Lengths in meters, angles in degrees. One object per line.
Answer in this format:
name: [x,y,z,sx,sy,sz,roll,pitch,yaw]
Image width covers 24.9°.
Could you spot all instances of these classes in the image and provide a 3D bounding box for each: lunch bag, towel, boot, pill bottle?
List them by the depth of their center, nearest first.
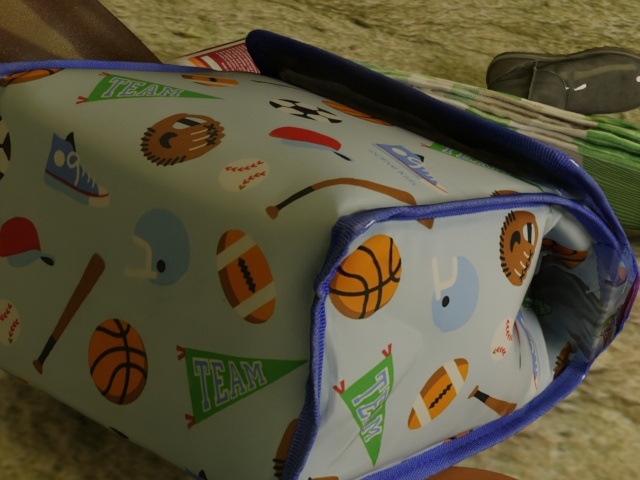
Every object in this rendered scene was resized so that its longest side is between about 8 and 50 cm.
lunch bag: [0.000,0.000,0.994,0.328,0.239,0.385,26,20,35]
towel: [0.177,-0.063,1.192,0.325,0.038,0.248,15,-10,15]
pill bottle: [-0.077,-0.144,1.356,0.152,0.086,0.086,-23,42,-39]
boot: [0.228,-0.122,1.392,0.189,0.076,0.208,-2,22,14]

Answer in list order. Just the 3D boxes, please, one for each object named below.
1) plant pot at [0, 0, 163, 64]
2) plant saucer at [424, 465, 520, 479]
plant pot: [-0.215,-0.111,1.189,0.230,0.215,0.215,29,35,9]
plant saucer: [0.090,0.200,0.870,0.200,0.037,0.200,4,31,-3]
